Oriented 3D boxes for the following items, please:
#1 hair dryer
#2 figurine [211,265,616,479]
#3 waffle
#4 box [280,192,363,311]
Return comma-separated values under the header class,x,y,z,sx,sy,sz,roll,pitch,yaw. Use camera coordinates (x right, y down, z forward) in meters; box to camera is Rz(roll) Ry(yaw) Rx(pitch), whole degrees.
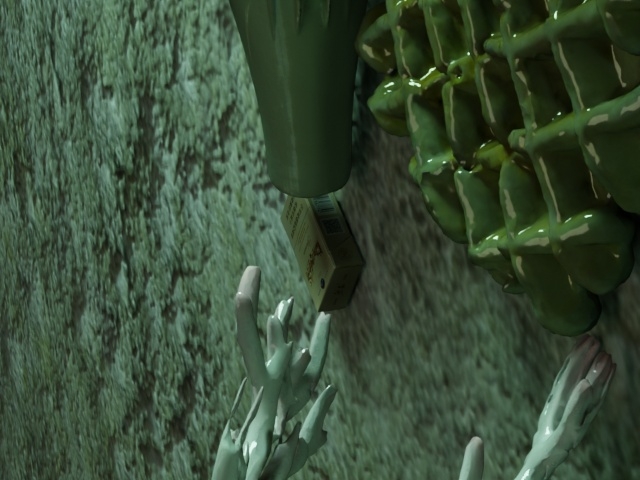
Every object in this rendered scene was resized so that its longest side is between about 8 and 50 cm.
class,x,y,z,sx,sy,sz,roll,pitch,yaw
hair dryer,-0.023,-0.180,1.285,0.298,0.119,0.296,-113,17,-70
figurine,0.014,0.195,1.082,0.316,0.206,0.284,90,-160,-57
waffle,0.096,-0.123,1.032,0.309,0.056,0.292,-119,29,-43
box,0.000,0.000,1.356,0.053,0.024,0.083,111,142,-52
